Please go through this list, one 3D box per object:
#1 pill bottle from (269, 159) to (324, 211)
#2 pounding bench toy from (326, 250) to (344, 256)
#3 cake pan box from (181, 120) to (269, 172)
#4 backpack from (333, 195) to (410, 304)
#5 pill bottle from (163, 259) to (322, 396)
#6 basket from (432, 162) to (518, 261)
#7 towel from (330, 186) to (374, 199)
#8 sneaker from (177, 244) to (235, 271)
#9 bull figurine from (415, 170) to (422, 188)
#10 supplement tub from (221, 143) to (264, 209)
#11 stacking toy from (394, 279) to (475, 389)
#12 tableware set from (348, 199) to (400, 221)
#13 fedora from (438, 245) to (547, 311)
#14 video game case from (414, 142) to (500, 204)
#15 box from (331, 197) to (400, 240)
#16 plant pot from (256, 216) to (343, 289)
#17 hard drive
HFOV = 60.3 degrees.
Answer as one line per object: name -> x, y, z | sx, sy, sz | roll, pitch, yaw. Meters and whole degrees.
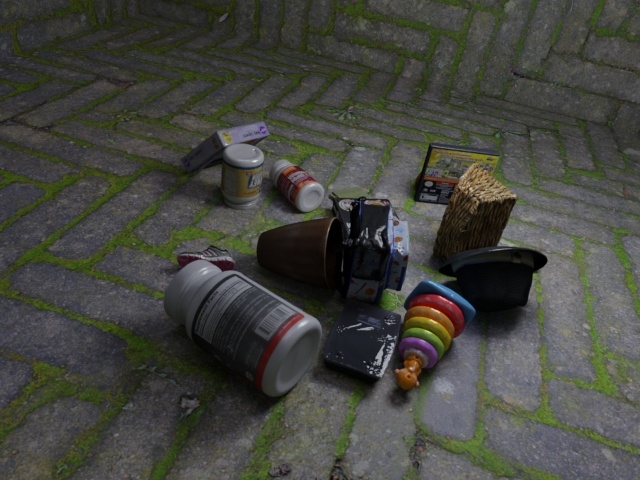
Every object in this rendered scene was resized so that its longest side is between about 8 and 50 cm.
pill bottle -> -0.093, -0.207, 2.040 | 0.121, 0.121, 0.221 | -16, 42, -33
pounding bench toy -> 0.046, 0.040, 1.788 | 0.065, 0.083, 0.052 | -42, 51, -12
cake pan box -> -0.362, -0.352, 2.080 | 0.245, 0.266, 0.070 | -24, 91, -48
backpack -> 0.150, 0.049, 1.615 | 0.212, 0.264, 0.277 | 17, 35, 1
pill bottle -> -0.195, 0.201, 1.351 | 0.362, 0.210, 0.210 | 28, 38, 25
basket -> 0.470, -0.076, 1.842 | 0.213, 0.299, 0.223 | -11, 42, -25
towel -> 0.121, -0.165, 2.117 | 0.148, 0.027, 0.110 | -14, 41, -29
sneaker -> -0.345, 0.052, 1.656 | 0.170, 0.063, 0.075 | 3, 35, -19
bull figurine -> 0.532, -0.288, 2.287 | 0.310, 0.188, 0.101 | -21, 66, -28
supplement tub -> -0.277, -0.225, 1.947 | 0.144, 0.200, 0.144 | 6, 35, -5
stacking toy -> 0.270, 0.272, 1.446 | 0.175, 0.166, 0.302 | 31, 49, 5
tableware set -> 0.189, -0.094, 1.934 | 0.140, 0.020, 0.169 | -11, 40, -28
fedora -> 0.524, 0.130, 1.657 | 0.333, 0.334, 0.153 | 2, 70, -11
video game case -> 0.528, -0.249, 2.146 | 0.274, 0.249, 0.035 | 6, 36, -6
box -> 0.173, -0.057, 1.946 | 0.216, 0.060, 0.270 | 1, 35, -14
plant pot -> -0.067, 0.031, 1.657 | 0.230, 0.216, 0.215 | 4, 32, 16
hard drive -> 0.114, 0.267, 1.472 | 0.171, 0.054, 0.255 | 17, 35, 10
